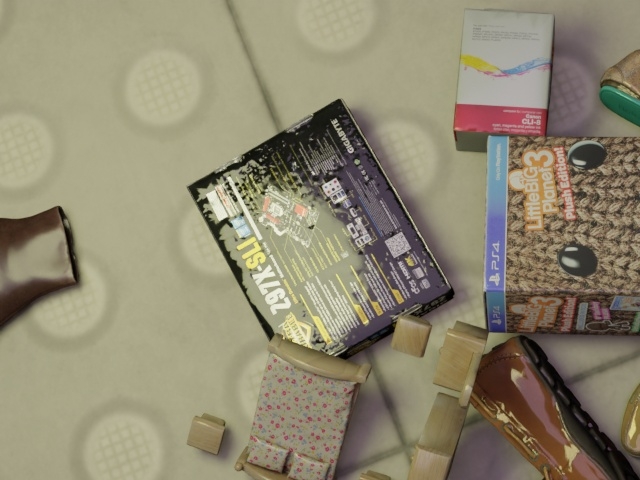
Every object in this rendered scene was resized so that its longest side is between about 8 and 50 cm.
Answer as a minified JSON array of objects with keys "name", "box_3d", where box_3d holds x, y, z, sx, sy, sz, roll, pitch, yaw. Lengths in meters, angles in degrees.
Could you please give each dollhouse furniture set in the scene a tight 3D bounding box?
[{"name":"dollhouse furniture set","box_3d":[0.004,0.220,1.806,0.356,0.174,0.303,17,112,8]}]

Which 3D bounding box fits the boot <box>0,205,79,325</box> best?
[{"name":"boot","box_3d":[-0.449,0.082,2.007,0.207,0.090,0.248,-12,75,9]}]

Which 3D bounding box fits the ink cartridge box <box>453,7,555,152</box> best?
[{"name":"ink cartridge box","box_3d":[0.254,-0.217,1.933,0.127,0.128,0.176,4,81,9]}]

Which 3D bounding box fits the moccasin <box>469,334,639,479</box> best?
[{"name":"moccasin","box_3d":[0.318,0.309,1.831,0.147,0.139,0.380,-40,80,15]}]

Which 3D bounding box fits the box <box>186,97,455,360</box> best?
[{"name":"box","box_3d":[0.000,0.000,1.962,0.257,0.079,0.322,-31,77,5]}]

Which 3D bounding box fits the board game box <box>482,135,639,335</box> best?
[{"name":"board game box","box_3d":[0.363,-0.006,1.845,0.291,0.141,0.232,0,64,8]}]

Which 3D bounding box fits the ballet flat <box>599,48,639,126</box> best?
[{"name":"ballet flat","box_3d":[0.529,-0.158,1.898,0.316,0.107,0.106,39,74,12]}]

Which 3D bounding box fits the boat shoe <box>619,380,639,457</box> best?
[{"name":"boat shoe","box_3d":[0.453,0.199,1.859,0.068,0.072,0.190,25,85,12]}]
